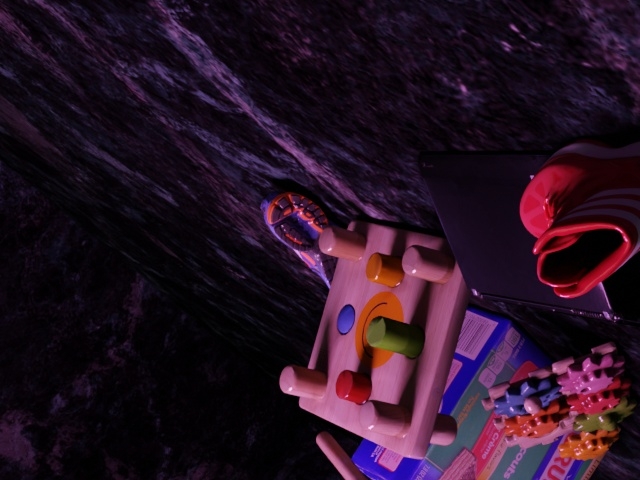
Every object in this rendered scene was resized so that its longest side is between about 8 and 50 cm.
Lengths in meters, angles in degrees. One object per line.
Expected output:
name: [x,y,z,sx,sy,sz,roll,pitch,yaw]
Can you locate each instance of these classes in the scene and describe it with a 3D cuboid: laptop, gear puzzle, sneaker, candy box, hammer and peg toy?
laptop: [0.250,0.006,1.208,0.264,0.136,0.234,10,179,-26]
gear puzzle: [0.317,0.231,1.579,0.339,0.175,0.044,54,-164,-59]
sneaker: [0.188,-0.016,0.962,0.087,0.128,0.221,57,159,-3]
sneaker: [0.000,0.000,1.701,0.221,0.083,0.087,47,175,-32]
candy box: [0.234,0.281,1.715,0.122,0.268,0.317,22,164,50]
hammer and peg toy: [0.057,0.161,1.503,0.127,0.361,0.266,16,179,-32]
